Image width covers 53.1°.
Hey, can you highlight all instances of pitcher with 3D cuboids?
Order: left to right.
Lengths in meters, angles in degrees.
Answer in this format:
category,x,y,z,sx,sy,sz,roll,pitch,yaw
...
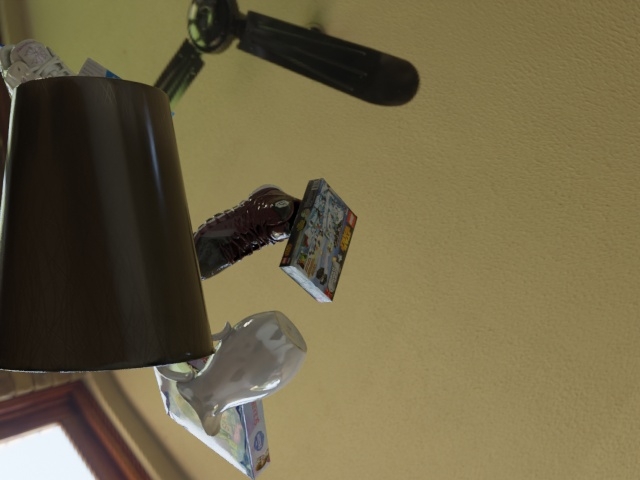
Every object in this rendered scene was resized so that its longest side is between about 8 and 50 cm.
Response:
category,x,y,z,sx,sy,sz,roll,pitch,yaw
pitcher,-0.142,0.187,1.017,0.207,0.125,0.177,-38,-70,8

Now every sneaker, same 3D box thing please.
category,x,y,z,sx,sy,sz,roll,pitch,yaw
sneaker,-0.465,-0.255,1.097,0.305,0.114,0.152,24,-39,34
sneaker,-0.139,-0.012,1.296,0.163,0.281,0.106,18,-36,46

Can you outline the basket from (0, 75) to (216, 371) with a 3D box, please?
category,x,y,z,sx,sy,sz,roll,pitch,yaw
basket,-0.194,-0.013,0.552,0.204,0.154,0.226,-3,-91,18

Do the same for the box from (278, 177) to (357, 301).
category,x,y,z,sx,sy,sz,roll,pitch,yaw
box,0.000,0.000,0.844,0.027,0.094,0.137,-6,-127,37

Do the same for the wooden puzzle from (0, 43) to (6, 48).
category,x,y,z,sx,sy,sz,roll,pitch,yaw
wooden puzzle,-0.664,-0.386,1.394,0.116,0.079,0.014,106,-7,-64

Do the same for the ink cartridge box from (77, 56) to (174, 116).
category,x,y,z,sx,sy,sz,roll,pitch,yaw
ink cartridge box,-0.507,-0.269,1.514,0.171,0.168,0.232,35,-87,28

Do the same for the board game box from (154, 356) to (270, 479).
category,x,y,z,sx,sy,sz,roll,pitch,yaw
board game box,-0.266,0.377,1.523,0.318,0.066,0.318,25,-45,31
